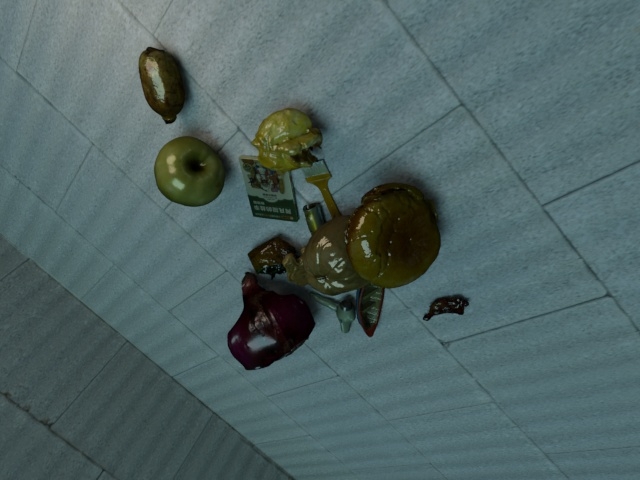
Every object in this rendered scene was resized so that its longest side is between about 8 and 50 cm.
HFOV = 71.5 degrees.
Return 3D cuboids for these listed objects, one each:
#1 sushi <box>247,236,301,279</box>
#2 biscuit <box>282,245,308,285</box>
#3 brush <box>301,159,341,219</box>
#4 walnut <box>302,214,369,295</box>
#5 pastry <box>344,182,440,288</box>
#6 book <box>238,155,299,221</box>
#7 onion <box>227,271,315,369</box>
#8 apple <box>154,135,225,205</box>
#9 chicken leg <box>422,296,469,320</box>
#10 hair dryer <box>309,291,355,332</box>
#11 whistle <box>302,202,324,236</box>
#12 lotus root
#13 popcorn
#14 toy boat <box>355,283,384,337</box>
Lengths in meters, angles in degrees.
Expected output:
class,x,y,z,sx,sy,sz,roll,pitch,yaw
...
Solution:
class,x,y,z,sx,sy,sz,roll,pitch,yaw
sushi,-0.218,0.088,1.853,0.287,0.149,0.140,-28,115,34
biscuit,-0.075,0.116,1.822,0.143,0.040,0.236,-20,141,-4
brush,0.021,-0.166,1.613,0.103,0.013,0.272,-7,124,32
walnut,0.077,0.054,1.593,0.285,0.285,0.297,16,143,14
pastry,0.236,-0.012,1.421,0.163,0.356,0.356,19,143,56
book,-0.193,-0.193,1.690,0.201,0.027,0.264,8,130,20
onion,-0.254,0.333,1.964,0.398,0.398,0.421,-33,84,42
apple,-0.488,-0.245,1.647,0.262,0.262,0.263,14,132,16
chicken leg,0.475,0.265,1.718,0.219,0.048,0.090,-23,111,39
hair dryer,0.069,0.328,1.973,0.224,0.088,0.219,10,136,37
whistle,0.000,0.001,1.733,0.067,0.057,0.327,2,128,25
lotus root,-0.541,-0.523,1.522,0.145,0.128,0.260,22,130,28
popcorn,-0.110,-0.323,1.437,0.253,0.191,0.190,0,93,25
toy boat,0.195,0.255,1.816,0.079,0.136,0.392,43,149,37
